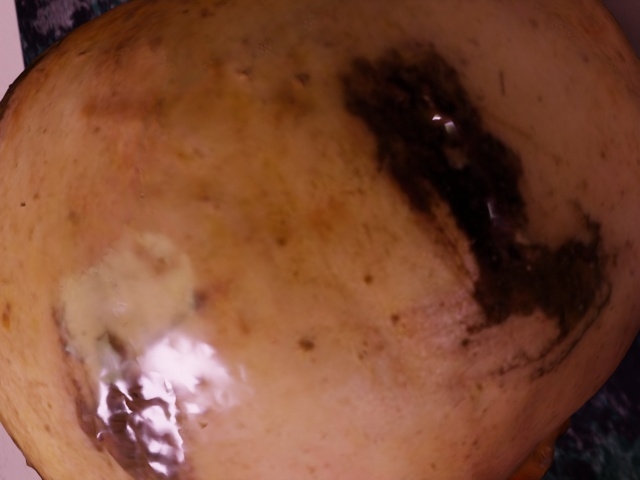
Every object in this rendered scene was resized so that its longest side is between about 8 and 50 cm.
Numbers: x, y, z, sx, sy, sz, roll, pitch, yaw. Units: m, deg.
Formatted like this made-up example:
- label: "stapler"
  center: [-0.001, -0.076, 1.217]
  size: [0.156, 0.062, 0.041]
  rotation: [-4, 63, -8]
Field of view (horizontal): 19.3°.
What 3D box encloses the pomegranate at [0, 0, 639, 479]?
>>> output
- label: "pomegranate"
  center: [0.000, 0.000, 0.830]
  size: [0.322, 0.322, 0.322]
  rotation: [38, 137, 47]
